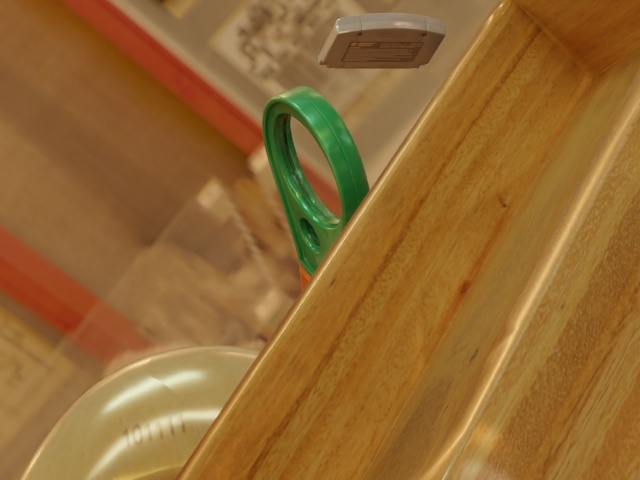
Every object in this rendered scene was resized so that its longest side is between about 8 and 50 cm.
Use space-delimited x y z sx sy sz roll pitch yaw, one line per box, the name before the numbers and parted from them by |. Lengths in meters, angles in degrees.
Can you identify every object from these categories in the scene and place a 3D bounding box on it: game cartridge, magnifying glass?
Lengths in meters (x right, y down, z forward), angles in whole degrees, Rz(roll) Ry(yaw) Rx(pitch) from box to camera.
game cartridge | 0.044 -0.142 1.221 0.056 0.083 0.017 127 137 -61
magnifying glass | 0.000 0.000 1.053 0.026 0.231 0.092 -26 52 -22

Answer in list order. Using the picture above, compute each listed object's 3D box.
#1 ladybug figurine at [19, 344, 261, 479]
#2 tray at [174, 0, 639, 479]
ladybug figurine | -0.034 0.285 0.988 0.305 0.162 0.449 -14 71 6
tray | 0.080 -0.005 0.599 0.203 0.076 0.411 -35 16 46
